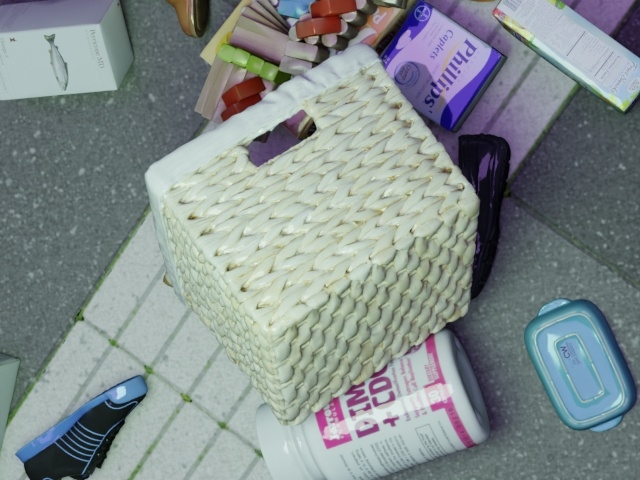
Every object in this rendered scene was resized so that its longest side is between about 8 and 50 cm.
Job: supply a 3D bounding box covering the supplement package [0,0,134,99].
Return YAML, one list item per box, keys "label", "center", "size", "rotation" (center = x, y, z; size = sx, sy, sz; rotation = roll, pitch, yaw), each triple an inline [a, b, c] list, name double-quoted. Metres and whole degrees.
- label: "supplement package"
  center: [-0.366, -0.270, 1.942]
  size: [0.179, 0.105, 0.105]
  rotation: [-4, 122, 12]

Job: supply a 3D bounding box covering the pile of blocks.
- label: "pile of blocks"
  center: [-0.031, -0.276, 1.794]
  size: [0.362, 0.112, 0.149]
  rotation: [-42, 85, 11]

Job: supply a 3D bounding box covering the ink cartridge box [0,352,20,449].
- label: "ink cartridge box"
  center: [-0.613, 0.292, 2.019]
  size: [0.272, 0.130, 0.309]
  rotation: [14, 95, 12]

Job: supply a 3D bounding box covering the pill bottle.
- label: "pill bottle"
  center: [0.068, 0.236, 1.857]
  size: [0.283, 0.160, 0.160]
  rotation: [-22, 88, 12]

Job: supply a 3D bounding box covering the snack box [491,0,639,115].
- label: "snack box"
  center: [0.325, -0.247, 1.779]
  size: [0.207, 0.174, 0.070]
  rotation: [37, 100, 9]

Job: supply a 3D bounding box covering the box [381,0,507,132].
- label: "box"
  center: [0.159, -0.233, 1.867]
  size: [0.137, 0.072, 0.126]
  rotation: [35, 99, 8]

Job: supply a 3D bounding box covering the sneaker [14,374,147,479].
- label: "sneaker"
  center: [-0.325, 0.281, 1.988]
  size: [0.232, 0.081, 0.090]
  rotation: [-35, 88, 18]

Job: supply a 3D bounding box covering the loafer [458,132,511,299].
- label: "loafer"
  center: [0.202, -0.033, 1.867]
  size: [0.078, 0.076, 0.223]
  rotation: [8, 89, 17]

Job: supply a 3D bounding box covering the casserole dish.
- label: "casserole dish"
  center: [0.346, 0.168, 1.861]
  size: [0.114, 0.037, 0.188]
  rotation: [-25, 86, 11]

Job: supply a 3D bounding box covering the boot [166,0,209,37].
- label: "boot"
  center: [-0.241, -0.361, 1.949]
  size: [0.152, 0.073, 0.197]
  rotation: [-13, 77, 11]

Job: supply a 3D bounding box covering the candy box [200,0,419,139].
- label: "candy box"
  center: [0.008, -0.313, 1.887]
  size: [0.183, 0.087, 0.316]
  rotation: [41, 99, 8]

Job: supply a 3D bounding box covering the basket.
- label: "basket"
  center: [0.000, 0.000, 1.704]
  size: [0.328, 0.331, 0.266]
  rotation: [-32, 64, -14]

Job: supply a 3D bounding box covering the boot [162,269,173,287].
- label: "boot"
  center: [-0.102, 0.006, 1.931]
  size: [0.213, 0.077, 0.165]
  rotation: [13, 92, 11]
